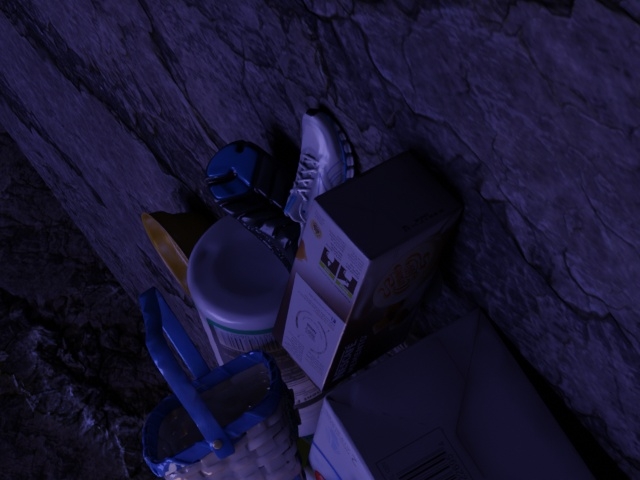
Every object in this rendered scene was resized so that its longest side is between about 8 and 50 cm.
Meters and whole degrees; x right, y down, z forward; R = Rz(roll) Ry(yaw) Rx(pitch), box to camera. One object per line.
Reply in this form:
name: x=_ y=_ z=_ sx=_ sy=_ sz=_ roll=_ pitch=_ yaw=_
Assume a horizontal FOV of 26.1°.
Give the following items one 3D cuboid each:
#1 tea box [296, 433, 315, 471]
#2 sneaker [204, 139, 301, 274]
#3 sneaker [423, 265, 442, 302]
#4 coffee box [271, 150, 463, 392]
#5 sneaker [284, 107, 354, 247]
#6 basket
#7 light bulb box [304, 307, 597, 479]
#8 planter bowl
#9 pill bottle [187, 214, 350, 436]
tea box: x=-0.013 y=0.427 z=2.276 sx=0.323 sy=0.329 sz=0.220 roll=23 pitch=145 yaw=60
sneaker: x=0.000 y=0.000 z=1.799 sx=0.341 sy=0.125 sz=0.139 roll=48 pitch=-172 yaw=19
sneaker: x=0.094 y=0.011 z=1.622 sx=0.152 sy=0.053 sz=0.061 roll=52 pitch=-179 yaw=18
coffee box: x=0.046 y=0.037 z=1.507 sx=0.098 sy=0.141 sz=0.246 roll=47 pitch=144 yaw=23
sneaker: x=-0.007 y=-0.063 z=1.640 sx=0.071 sy=0.083 sz=0.191 roll=31 pitch=138 yaw=51
basket: x=-0.145 y=0.207 z=1.776 sx=0.289 sy=0.201 sz=0.255 roll=55 pitch=-178 yaw=-19
light bulb box: x=0.166 y=0.333 z=1.645 sx=0.358 sy=0.225 sz=0.361 roll=58 pitch=163 yaw=19
planter bowl: x=-0.223 y=0.016 z=2.475 sx=0.217 sy=0.090 sz=0.217 roll=49 pitch=165 yaw=19
pill bottle: x=-0.063 y=0.131 z=2.029 sx=0.204 sy=0.204 sz=0.361 roll=45 pitch=161 yaw=32
